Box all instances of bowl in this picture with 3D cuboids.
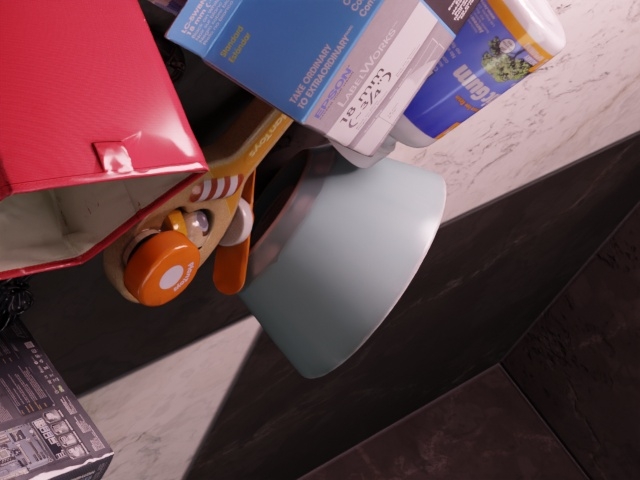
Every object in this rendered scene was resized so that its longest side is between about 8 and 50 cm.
[{"bbox_3d":[0.000,0.000,1.494,0.311,0.163,0.311,-50,-164,19],"label":"bowl"}]

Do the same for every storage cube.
[{"bbox_3d":[-0.235,-0.089,0.881,0.184,0.193,0.215,-32,167,38],"label":"storage cube"}]

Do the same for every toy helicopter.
[{"bbox_3d":[-0.100,-0.071,1.329,0.355,0.140,0.235,-50,154,0],"label":"toy helicopter"}]

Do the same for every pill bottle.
[{"bbox_3d":[0.126,-0.200,1.348,0.272,0.152,0.152,-36,163,24],"label":"pill bottle"}]

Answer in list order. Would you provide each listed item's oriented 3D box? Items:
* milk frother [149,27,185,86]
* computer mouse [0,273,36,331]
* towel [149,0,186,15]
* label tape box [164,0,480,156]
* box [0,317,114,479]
[{"bbox_3d":[-0.197,-0.114,1.113,0.135,0.129,0.143,-8,-147,36],"label":"milk frother"},{"bbox_3d":[-0.414,0.079,1.222,0.272,0.072,0.188,-31,169,-40],"label":"computer mouse"},{"bbox_3d":[-0.106,-0.286,0.951,0.209,0.034,0.285,-43,162,11],"label":"towel"},{"bbox_3d":[0.028,-0.221,1.108,0.240,0.106,0.334,-56,162,8],"label":"label tape box"},{"bbox_3d":[-0.366,0.191,1.304,0.183,0.232,0.059,-15,145,-48],"label":"box"}]
